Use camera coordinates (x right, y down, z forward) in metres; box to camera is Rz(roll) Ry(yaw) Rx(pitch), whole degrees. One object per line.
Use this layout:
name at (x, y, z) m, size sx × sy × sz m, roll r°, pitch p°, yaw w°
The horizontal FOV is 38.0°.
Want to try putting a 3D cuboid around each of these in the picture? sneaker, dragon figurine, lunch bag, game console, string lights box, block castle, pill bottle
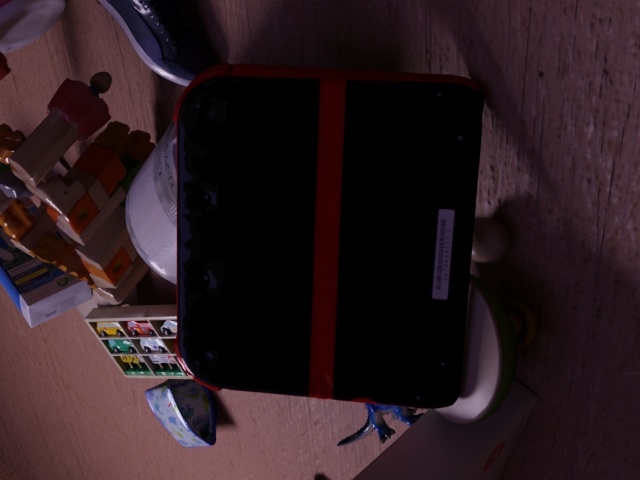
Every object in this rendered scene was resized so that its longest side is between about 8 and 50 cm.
sneaker at (-0.205, -0.312, 1.228) m, size 0.226 × 0.086 × 0.163 m, roll 46°, pitch 150°, yaw -12°
dragon figurine at (0.084, 0.209, 1.351) m, size 0.144 × 0.085 × 0.289 m, roll 53°, pitch 146°, yaw 3°
lunch bag at (-0.277, 0.358, 1.924) m, size 0.129 × 0.096 × 0.151 m, roll -20°, pitch 93°, yaw 56°
game console at (0.000, 0.000, 1.057) m, size 0.342 × 0.060 × 0.387 m, roll 3°, pitch 106°, yaw 5°
string lights box at (-0.578, 0.036, 1.844) m, size 0.260 × 0.133 × 0.077 m, roll 47°, pitch 147°, yaw 26°
block castle at (-0.423, -0.116, 1.533) m, size 0.303 × 0.213 × 0.453 m, roll 26°, pitch 155°, yaw 23°
pill bottle at (-0.552, -0.457, 1.490) m, size 0.283 × 0.160 × 0.160 m, roll 55°, pitch 147°, yaw 0°

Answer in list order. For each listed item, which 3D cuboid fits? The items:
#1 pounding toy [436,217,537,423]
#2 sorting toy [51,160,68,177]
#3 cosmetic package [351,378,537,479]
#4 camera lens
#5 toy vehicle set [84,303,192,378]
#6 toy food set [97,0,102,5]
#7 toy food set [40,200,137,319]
pounding toy at (0.197, 0.096, 1.123) m, size 0.183 × 0.110 × 0.237 m, roll -12°, pitch 82°, yaw 62°
sorting toy at (-0.535, -0.159, 1.864) m, size 0.083 × 0.012 × 0.062 m, roll 47°, pitch 151°, yaw 5°
cosmetic package at (0.133, 0.369, 1.252) m, size 0.097 × 0.284 × 0.377 m, roll 35°, pitch 143°, yaw 24°
camera lens at (-0.129, -0.067, 1.252) m, size 0.219 × 0.219 × 0.274 m, roll 54°, pitch 146°, yaw 1°
toy vehicle set at (-0.318, 0.198, 1.798) m, size 0.266 × 0.035 × 0.166 m, roll -5°, pitch 126°, yaw 35°
toy food set at (-0.338, -0.389, 1.395) m, size 0.122 × 0.019 × 0.078 m, roll 47°, pitch 154°, yaw 38°
toy food set at (-0.474, 0.057, 1.929) m, size 0.306 × 0.092 × 0.220 m, roll 45°, pitch 147°, yaw 29°
